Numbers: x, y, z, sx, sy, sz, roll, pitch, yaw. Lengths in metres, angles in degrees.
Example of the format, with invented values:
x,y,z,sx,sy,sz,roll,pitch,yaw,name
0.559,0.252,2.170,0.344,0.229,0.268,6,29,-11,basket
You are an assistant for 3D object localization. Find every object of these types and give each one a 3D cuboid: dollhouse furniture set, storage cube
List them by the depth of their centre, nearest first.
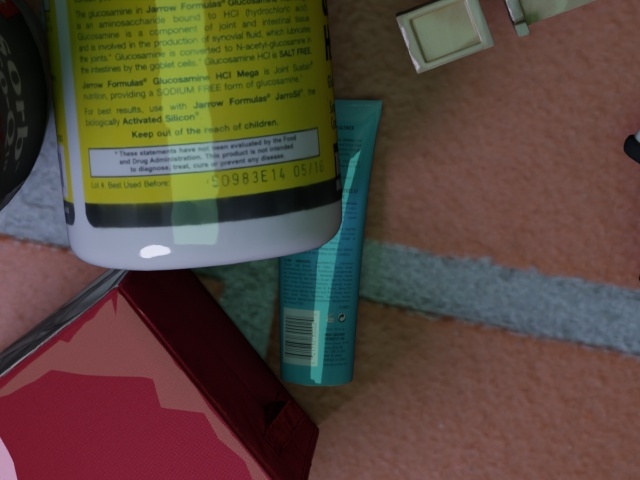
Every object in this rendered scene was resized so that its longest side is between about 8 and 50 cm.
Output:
x,y,z,sx,sy,sz,roll,pitch,yaw,name
0.123,-0.224,1.275,0.182,0.101,0.161,-20,100,7,dollhouse furniture set
-0.135,0.137,1.324,0.215,0.183,0.193,-38,97,10,storage cube

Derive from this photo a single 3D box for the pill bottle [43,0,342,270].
x,y,z,sx,sy,sz,roll,pitch,yaw,name
-0.089,-0.157,1.250,0.188,0.188,0.333,-4,98,3,pill bottle

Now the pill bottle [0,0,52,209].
x,y,z,sx,sy,sz,roll,pitch,yaw,name
-0.287,-0.083,1.189,0.210,0.363,0.210,1,103,3,pill bottle

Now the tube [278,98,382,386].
x,y,z,sx,sy,sz,roll,pitch,yaw,name
0.000,0.000,1.359,0.080,0.052,0.207,3,97,2,tube

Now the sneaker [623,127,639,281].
x,y,z,sx,sy,sz,roll,pitch,yaw,name
0.327,0.007,1.315,0.315,0.127,0.182,46,104,0,sneaker
